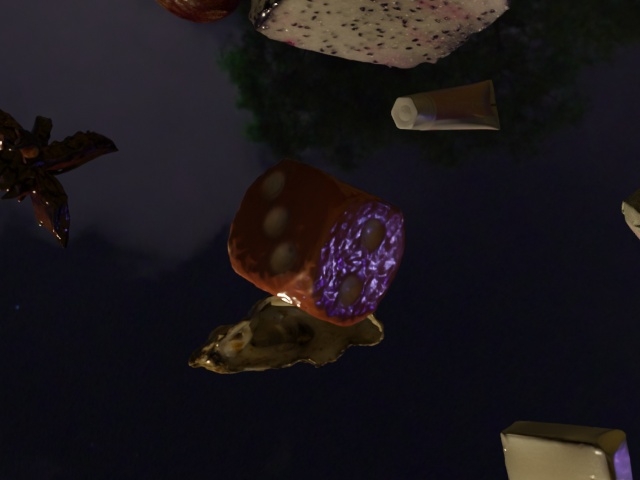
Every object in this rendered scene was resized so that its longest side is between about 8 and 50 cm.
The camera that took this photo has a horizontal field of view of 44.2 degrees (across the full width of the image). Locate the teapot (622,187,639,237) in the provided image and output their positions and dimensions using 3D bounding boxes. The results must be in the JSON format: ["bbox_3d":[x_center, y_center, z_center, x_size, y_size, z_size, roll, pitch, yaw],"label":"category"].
[{"bbox_3d":[0.541,-0.027,1.082,0.221,0.178,0.163,34,-159,-45],"label":"teapot"}]

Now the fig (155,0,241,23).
[{"bbox_3d":[-0.193,-0.374,0.905,0.274,0.145,0.170,36,-150,-16],"label":"fig"}]

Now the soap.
[{"bbox_3d":[0.370,0.343,1.190,0.063,0.183,0.122,-16,-83,-44],"label":"soap"}]

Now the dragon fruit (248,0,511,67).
[{"bbox_3d":[0.074,-0.319,0.795,0.221,0.283,0.204,14,-105,-24],"label":"dragon fruit"}]

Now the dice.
[{"bbox_3d":[0.000,0.000,1.055,0.174,0.179,0.175,29,180,43],"label":"dice"}]

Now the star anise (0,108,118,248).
[{"bbox_3d":[-0.266,-0.092,0.752,0.158,0.144,0.141,22,-128,-24],"label":"star anise"}]

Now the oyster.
[{"bbox_3d":[-0.066,0.160,1.390,0.166,0.341,0.110,59,-162,-17],"label":"oyster"}]

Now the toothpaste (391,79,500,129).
[{"bbox_3d":[0.163,-0.163,0.970,0.194,0.043,0.067,-13,-88,-44],"label":"toothpaste"}]
